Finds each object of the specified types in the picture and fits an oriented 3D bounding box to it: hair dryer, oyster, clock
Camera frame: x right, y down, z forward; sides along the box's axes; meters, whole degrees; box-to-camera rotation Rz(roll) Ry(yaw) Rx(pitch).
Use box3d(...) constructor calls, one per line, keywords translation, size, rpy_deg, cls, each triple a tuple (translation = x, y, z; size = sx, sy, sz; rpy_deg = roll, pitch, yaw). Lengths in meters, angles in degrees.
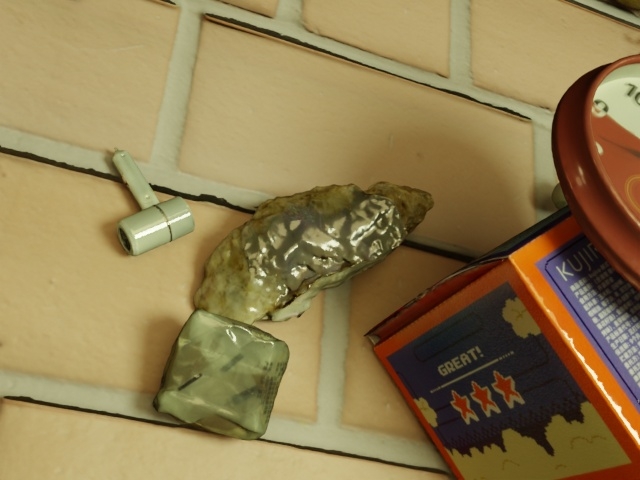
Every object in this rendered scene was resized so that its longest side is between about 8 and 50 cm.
box3d(translation=(-0.218, -0.053, 0.902), size=(0.082, 0.047, 0.137), rpy_deg=(-25, 74, -29), cls="hair dryer")
box3d(translation=(0.001, 0.001, 0.928), size=(0.341, 0.110, 0.166), rpy_deg=(-15, 68, -14), cls="oyster")
box3d(translation=(0.371, -0.051, 0.757), size=(0.318, 0.080, 0.318), rpy_deg=(9, 57, -14), cls="clock")

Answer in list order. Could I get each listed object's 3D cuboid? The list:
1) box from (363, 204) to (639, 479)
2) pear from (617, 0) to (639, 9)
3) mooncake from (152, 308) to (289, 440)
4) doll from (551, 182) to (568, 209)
box3d(translation=(0.304, 0.098, 0.891), size=(0.348, 0.318, 0.257), rpy_deg=(-28, 81, -29), cls="box")
box3d(translation=(0.611, -0.524, 1.364), size=(0.211, 0.188, 0.229), rpy_deg=(-2, 72, -18), cls="pear")
box3d(translation=(-0.106, 0.149, 0.835), size=(0.130, 0.073, 0.125), rpy_deg=(22, 87, -8), cls="mooncake")
box3d(translation=(0.482, -0.028, 1.069), size=(0.228, 0.258, 0.154), rpy_deg=(-26, 118, -12), cls="doll")
